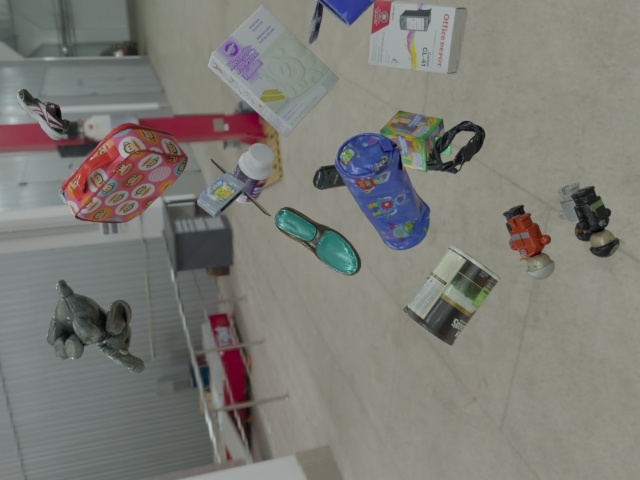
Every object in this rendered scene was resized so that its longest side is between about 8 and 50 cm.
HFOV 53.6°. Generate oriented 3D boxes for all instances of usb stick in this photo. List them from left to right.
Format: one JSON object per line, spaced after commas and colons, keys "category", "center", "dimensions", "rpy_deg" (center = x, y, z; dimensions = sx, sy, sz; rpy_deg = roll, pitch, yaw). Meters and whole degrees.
{"category": "usb stick", "center": [0.105, -0.191, 1.785], "dimensions": [0.045, 0.278, 0.077], "rpy_deg": [57, 143, 31]}

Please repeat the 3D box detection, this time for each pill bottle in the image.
{"category": "pill bottle", "center": [-0.214, -0.210, 1.978], "dimensions": [0.193, 0.108, 0.108], "rpy_deg": [-55, 43, 48]}

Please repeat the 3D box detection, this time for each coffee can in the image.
{"category": "coffee can", "center": [0.435, 0.180, 2.111], "dimensions": [0.275, 0.201, 0.201], "rpy_deg": [-55, 26, 4]}

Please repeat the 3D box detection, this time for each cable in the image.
{"category": "cable", "center": [0.369, -0.254, 1.736], "dimensions": [0.150, 0.047, 0.184], "rpy_deg": [1, 54, 52]}

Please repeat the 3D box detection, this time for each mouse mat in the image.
{"category": "mouse mat", "center": [-0.161, -0.105, 1.308], "dimensions": [0.152, 0.007, 0.189], "rpy_deg": [45, 179, -2]}

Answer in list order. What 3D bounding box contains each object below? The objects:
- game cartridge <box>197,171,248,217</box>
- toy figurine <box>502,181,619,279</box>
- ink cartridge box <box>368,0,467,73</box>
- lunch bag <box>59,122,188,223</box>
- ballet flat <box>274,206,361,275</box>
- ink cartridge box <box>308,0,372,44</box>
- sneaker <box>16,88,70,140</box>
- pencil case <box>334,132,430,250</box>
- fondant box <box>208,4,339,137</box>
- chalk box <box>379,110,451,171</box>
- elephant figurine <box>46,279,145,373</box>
{"category": "game cartridge", "center": [-0.176, -0.083, 1.122], "dimensions": [0.056, 0.083, 0.017], "rpy_deg": [34, 159, 28]}
{"category": "toy figurine", "center": [0.513, -0.020, 1.369], "dimensions": [0.148, 0.213, 0.209], "rpy_deg": [65, -168, -4]}
{"category": "ink cartridge box", "center": [0.337, -0.718, 2.230], "dimensions": [0.306, 0.131, 0.226], "rpy_deg": [16, 115, 27]}
{"category": "lunch bag", "center": [-0.506, -0.163, 1.602], "dimensions": [0.293, 0.258, 0.120], "rpy_deg": [-40, 75, 21]}
{"category": "ballet flat", "center": [0.000, 0.000, 2.112], "dimensions": [0.116, 0.342, 0.124], "rpy_deg": [-61, -13, 6]}
{"category": "ink cartridge box", "center": [0.089, -0.494, 0.999], "dimensions": [0.395, 0.151, 0.270], "rpy_deg": [-44, 11, 20]}
{"category": "sneaker", "center": [-0.790, -0.373, 1.827], "dimensions": [0.178, 0.077, 0.072], "rpy_deg": [47, -177, -3]}
{"category": "pencil case", "center": [0.142, -0.101, 1.329], "dimensions": [0.306, 0.133, 0.119], "rpy_deg": [52, -156, -50]}
{"category": "fondant box", "center": [-0.144, -0.521, 1.965], "dimensions": [0.330, 0.238, 0.096], "rpy_deg": [42, 163, -7]}
{"category": "chalk box", "center": [0.321, -0.318, 2.056], "dimensions": [0.213, 0.132, 0.132], "rpy_deg": [20, 142, 33]}
{"category": "elephant figurine", "center": [-0.547, 0.223, 1.593], "dimensions": [0.169, 0.239, 0.186], "rpy_deg": [31, 101, 33]}
